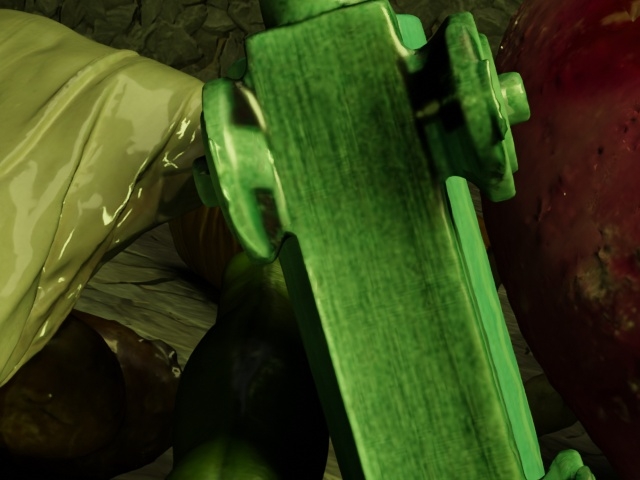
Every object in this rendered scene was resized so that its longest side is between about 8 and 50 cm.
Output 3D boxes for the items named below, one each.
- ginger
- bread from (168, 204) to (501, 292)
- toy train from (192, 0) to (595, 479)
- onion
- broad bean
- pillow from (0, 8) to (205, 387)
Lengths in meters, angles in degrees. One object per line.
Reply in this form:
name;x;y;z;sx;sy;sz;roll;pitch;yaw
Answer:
ginger;-0.137;0.052;0.625;0.162;0.073;0.103;15;-2;19
bread;0.000;0.000;1.066;0.152;0.119;0.288;7;11;-25
toy train;0.029;0.031;0.520;0.101;0.248;0.159;-15;1;3
onion;0.225;0.024;0.769;0.358;0.345;0.358;17;25;-8
broad bean;-0.024;0.066;0.619;0.056;0.098;0.318;4;9;0
pillow;-0.139;0.006;0.548;0.173;0.067;0.270;12;41;29
